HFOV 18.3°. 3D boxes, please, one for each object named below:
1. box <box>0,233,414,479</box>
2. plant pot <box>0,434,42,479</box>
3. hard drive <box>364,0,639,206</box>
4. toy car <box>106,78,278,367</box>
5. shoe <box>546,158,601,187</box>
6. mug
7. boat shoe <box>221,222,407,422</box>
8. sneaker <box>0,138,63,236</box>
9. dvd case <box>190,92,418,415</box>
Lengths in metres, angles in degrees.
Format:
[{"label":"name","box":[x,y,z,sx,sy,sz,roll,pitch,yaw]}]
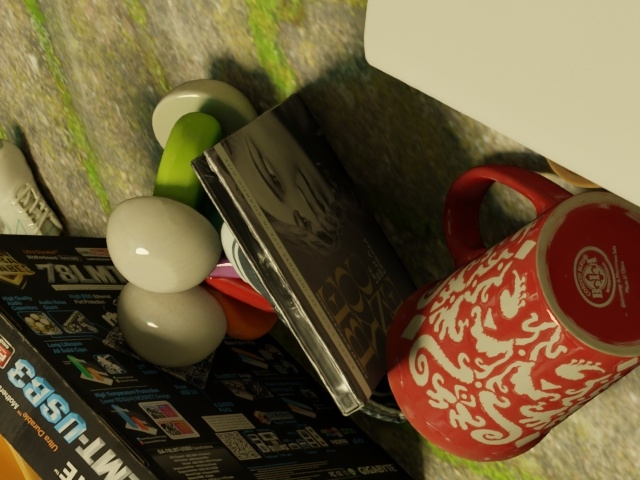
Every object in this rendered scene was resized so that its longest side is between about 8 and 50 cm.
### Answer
[{"label":"box","box":[-0.109,0.109,1.385,0.293,0.295,0.073,42,109,25]},{"label":"plant pot","box":[-0.218,0.119,1.666,0.205,0.188,0.205,40,150,30]},{"label":"hard drive","box":[0.146,-0.120,0.855,0.318,0.040,0.210,32,127,41]},{"label":"toy car","box":[-0.058,-0.006,1.323,0.136,0.159,0.182,10,139,10]},{"label":"shoe","box":[0.193,-0.053,0.909,0.219,0.058,0.076,10,108,52]},{"label":"mug","box":[0.108,0.032,1.086,0.150,0.113,0.169,53,151,4]},{"label":"boat shoe","box":[0.010,0.044,1.257,0.183,0.065,0.083,44,-170,-44]},{"label":"sneaker","box":[-0.254,-0.027,1.730,0.061,0.054,0.152,26,148,32]},{"label":"dvd case","box":[0.000,0.000,1.180,0.164,0.018,0.221,59,-163,-4]}]
